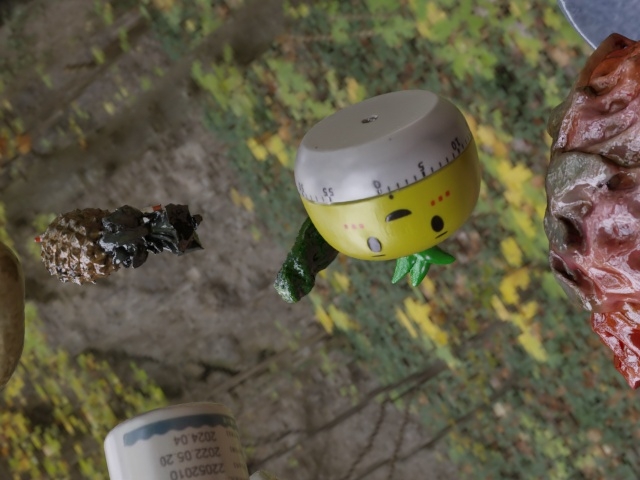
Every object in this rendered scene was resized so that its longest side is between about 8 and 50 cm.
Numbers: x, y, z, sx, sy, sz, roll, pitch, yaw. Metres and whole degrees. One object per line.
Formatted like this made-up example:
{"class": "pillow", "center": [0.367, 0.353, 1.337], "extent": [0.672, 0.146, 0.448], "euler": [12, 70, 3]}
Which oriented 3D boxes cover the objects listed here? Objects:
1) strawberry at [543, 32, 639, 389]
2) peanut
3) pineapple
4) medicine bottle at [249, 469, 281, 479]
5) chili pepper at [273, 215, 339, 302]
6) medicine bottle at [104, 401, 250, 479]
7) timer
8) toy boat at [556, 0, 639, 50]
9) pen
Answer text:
{"class": "strawberry", "center": [0.314, -0.023, 0.780], "extent": [0.149, 0.336, 0.265], "euler": [139, 140, -69]}
{"class": "peanut", "center": [-0.484, 0.117, 1.659], "extent": [0.122, 0.137, 0.253], "euler": [29, 124, 47]}
{"class": "pineapple", "center": [-0.266, -0.003, 1.626], "extent": [0.111, 0.237, 0.119], "euler": [64, -147, -30]}
{"class": "medicine bottle", "center": [-0.142, 0.451, 1.590], "extent": [0.111, 0.296, 0.161], "euler": [50, 180, 43]}
{"class": "chili pepper", "center": [0.002, 0.001, 1.914], "extent": [0.061, 0.224, 0.098], "euler": [18, 152, 41]}
{"class": "medicine bottle", "center": [-0.124, 0.287, 1.149], "extent": [0.139, 0.139, 0.237], "euler": [42, -152, -62]}
{"class": "timer", "center": [0.113, -0.055, 1.699], "extent": [0.285, 0.285, 0.285], "euler": [55, -172, -12]}
{"class": "toy boat", "center": [0.383, -0.282, 1.462], "extent": [0.283, 0.127, 0.078], "euler": [37, -148, -13]}
{"class": "pen", "center": [-0.368, -0.026, 1.968], "extent": [0.026, 0.218, 0.026], "euler": [167, 90, -75]}
